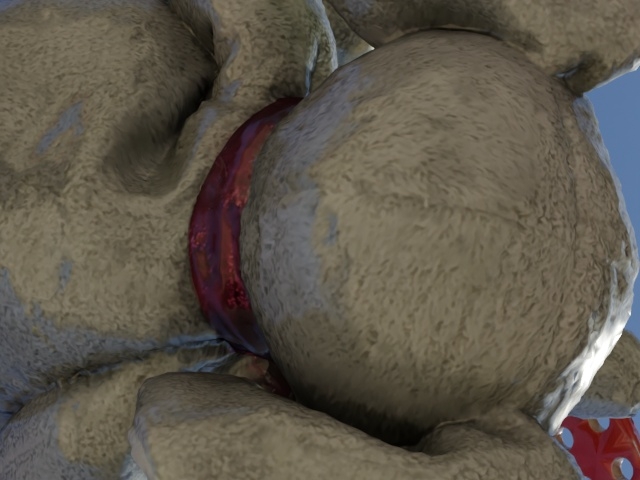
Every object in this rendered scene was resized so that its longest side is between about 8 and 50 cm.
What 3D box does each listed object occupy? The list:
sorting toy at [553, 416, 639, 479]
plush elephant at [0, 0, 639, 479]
[{"bbox_3d":[0.052,0.025,0.810,0.046,0.132,0.274,-7,-109,-48],"label":"sorting toy"},{"bbox_3d":[0.000,0.000,0.556,0.255,0.330,0.272,17,-100,25],"label":"plush elephant"}]
